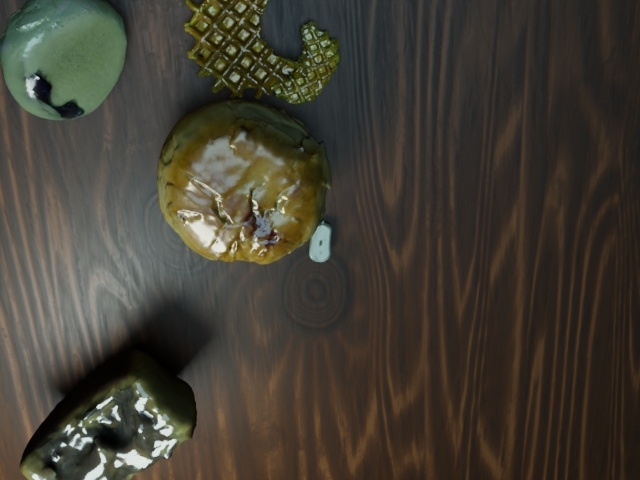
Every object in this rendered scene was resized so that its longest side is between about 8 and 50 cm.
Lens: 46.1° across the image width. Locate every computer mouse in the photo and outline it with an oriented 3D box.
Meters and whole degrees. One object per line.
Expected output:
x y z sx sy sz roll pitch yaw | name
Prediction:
0.000 0.000 1.938 0.056 0.032 0.110 4 102 -11 | computer mouse

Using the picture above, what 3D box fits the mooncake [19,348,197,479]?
-0.506 0.470 1.861 0.394 0.393 0.246 -18 123 41 | mooncake

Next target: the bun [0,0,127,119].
-0.561 -0.409 1.591 0.187 0.293 0.293 34 107 17 | bun

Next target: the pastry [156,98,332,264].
-0.176 -0.140 1.736 0.409 0.245 0.409 -3 116 -7 | pastry

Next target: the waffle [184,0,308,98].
-0.175 -0.462 1.685 0.260 0.069 0.293 -10 103 5 | waffle

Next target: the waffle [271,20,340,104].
-0.043 -0.408 1.751 0.149 0.051 0.194 29 106 -20 | waffle
